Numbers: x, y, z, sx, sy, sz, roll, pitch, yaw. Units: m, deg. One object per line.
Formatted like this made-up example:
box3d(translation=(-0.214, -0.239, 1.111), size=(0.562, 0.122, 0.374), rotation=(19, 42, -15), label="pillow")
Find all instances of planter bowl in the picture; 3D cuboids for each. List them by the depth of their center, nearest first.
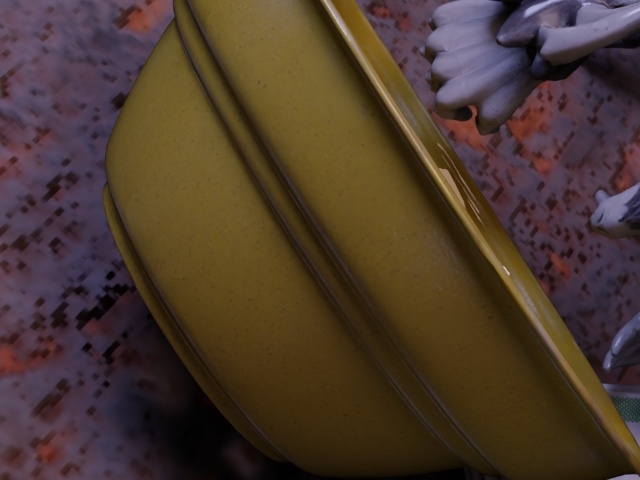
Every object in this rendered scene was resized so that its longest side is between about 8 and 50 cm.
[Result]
box3d(translation=(0.000, 0.000, 0.507), size=(0.217, 0.090, 0.217), rotation=(56, 7, -10), label="planter bowl")

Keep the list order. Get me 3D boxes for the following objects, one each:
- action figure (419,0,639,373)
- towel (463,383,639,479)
box3d(translation=(0.125, -0.028, 0.575), size=(0.164, 0.141, 0.276), rotation=(63, 16, -6), label="action figure")
box3d(translation=(0.106, 0.116, 0.575), size=(0.113, 0.023, 0.152), rotation=(5, 59, -31), label="towel")
